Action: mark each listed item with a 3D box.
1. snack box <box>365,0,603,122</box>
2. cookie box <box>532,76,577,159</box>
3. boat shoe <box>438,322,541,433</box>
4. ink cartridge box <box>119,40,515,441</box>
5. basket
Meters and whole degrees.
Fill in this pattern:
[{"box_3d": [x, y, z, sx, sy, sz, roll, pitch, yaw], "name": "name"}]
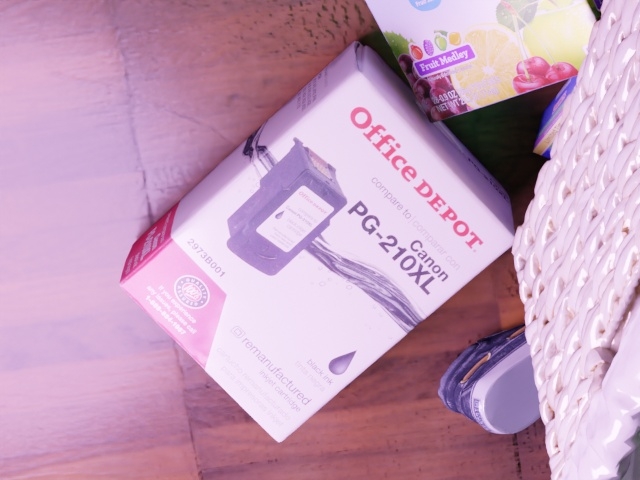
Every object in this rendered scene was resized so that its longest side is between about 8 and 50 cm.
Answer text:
[{"box_3d": [0.103, -0.199, 1.188, 0.174, 0.070, 0.207, -17, 106, 47], "name": "snack box"}, {"box_3d": [0.219, -0.078, 1.262, 0.107, 0.092, 0.040, 22, 63, -5], "name": "cookie box"}, {"box_3d": [0.175, 0.078, 1.331, 0.183, 0.083, 0.065, -29, 107, -18], "name": "boat shoe"}, {"box_3d": [0.000, 0.000, 1.286, 0.237, 0.100, 0.172, -41, 103, 13], "name": "ink cartridge box"}, {"box_3d": [0.312, 0.005, 1.078, 0.331, 0.266, 0.328, 2, 134, -13], "name": "basket"}]
